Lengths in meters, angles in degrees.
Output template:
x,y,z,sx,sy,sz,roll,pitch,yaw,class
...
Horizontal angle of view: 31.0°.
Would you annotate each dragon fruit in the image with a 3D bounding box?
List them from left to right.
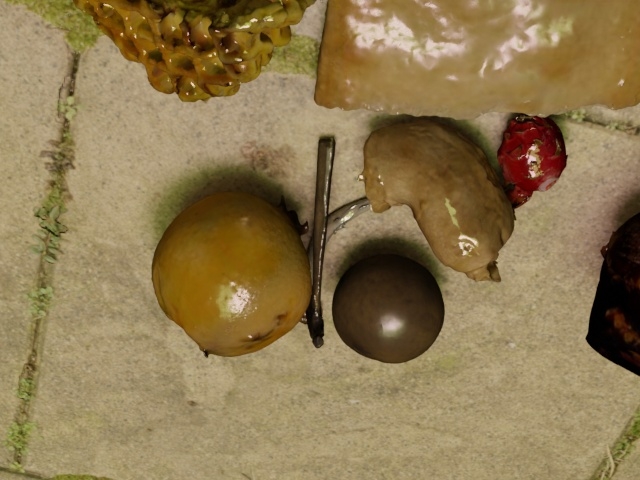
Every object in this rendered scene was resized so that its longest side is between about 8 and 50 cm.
x,y,z,sx,sy,sz,roll,pitch,yaw,class
0.287,-0.094,1.569,0.094,0.094,0.190,2,138,3,dragon fruit

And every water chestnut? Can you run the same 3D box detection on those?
x,y,z,sx,sy,sz,roll,pitch,yaw,class
0.538,0.055,1.540,0.335,0.335,0.347,23,95,-14,water chestnut

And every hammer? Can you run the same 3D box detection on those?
x,y,z,sx,sy,sz,roll,pitch,yaw,class
0.001,0.000,1.637,0.027,0.125,0.297,0,111,-8,hammer

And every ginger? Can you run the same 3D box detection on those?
x,y,z,sx,sy,sz,roll,pitch,yaw,class
0.172,-0.060,1.564,0.267,0.138,0.152,44,120,3,ginger

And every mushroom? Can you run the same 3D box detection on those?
x,y,z,sx,sy,sz,roll,pitch,yaw,class
0.021,0.013,1.709,0.068,0.043,0.306,6,131,-25,mushroom

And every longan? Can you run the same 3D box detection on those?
x,y,z,sx,sy,sz,roll,pitch,yaw,class
0.098,0.102,1.697,0.167,0.167,0.187,28,145,-18,longan

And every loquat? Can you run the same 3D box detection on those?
x,y,z,sx,sy,sz,roll,pitch,yaw,class
-0.118,0.042,1.632,0.243,0.244,0.244,2,130,3,loquat

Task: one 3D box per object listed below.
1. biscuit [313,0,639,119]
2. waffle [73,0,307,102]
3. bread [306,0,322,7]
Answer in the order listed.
x,y,z,sx,sy,sz,roll,pitch,yaw,class
0.229,-0.314,1.376,0.429,0.104,0.446,9,131,-2,biscuit
-0.179,-0.312,1.320,0.324,0.151,0.261,48,145,-11,waffle
-0.089,-0.384,1.356,0.087,0.098,0.269,-40,126,-17,bread
